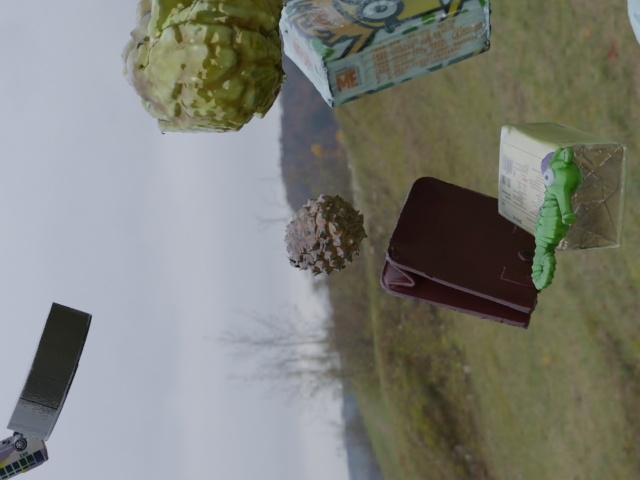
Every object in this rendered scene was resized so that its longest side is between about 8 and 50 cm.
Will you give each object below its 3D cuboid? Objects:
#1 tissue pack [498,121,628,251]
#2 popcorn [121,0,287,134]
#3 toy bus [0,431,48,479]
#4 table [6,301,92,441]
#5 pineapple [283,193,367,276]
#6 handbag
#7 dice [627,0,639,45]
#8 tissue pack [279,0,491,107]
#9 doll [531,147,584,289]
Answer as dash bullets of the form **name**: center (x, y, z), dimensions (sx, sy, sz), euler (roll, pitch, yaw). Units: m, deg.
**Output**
- **tissue pack**: center (0.367, -0.089, 1.604), dimensions (0.234, 0.125, 0.159), euler (-131, 39, -72)
- **popcorn**: center (-0.172, -0.290, 1.605), dimensions (0.282, 0.247, 0.282), euler (-177, 90, -69)
- **toy bus**: center (-0.447, 0.314, 1.518), dimensions (0.052, 0.102, 0.058), euler (28, 140, 68)
- **table**: center (-0.270, 0.130, 1.040), dimensions (0.133, 0.043, 0.133), euler (-160, 90, -77)
- **pineapple**: center (0.000, 0.000, 2.184), dimensions (0.193, 0.166, 0.166), euler (-42, 34, 33)
- **handbag**: center (0.261, 0.017, 1.828), dimensions (0.260, 0.276, 0.084), euler (-64, -12, -46)
- **dice**: center (0.636, -0.372, 1.528), dimensions (0.262, 0.265, 0.268), euler (-26, 41, 58)
- **tissue pack**: center (0.107, -0.368, 1.801), dimensions (0.228, 0.311, 0.128), euler (-125, 18, -48)
- **doll**: center (0.296, -0.029, 1.319), dimensions (0.115, 0.050, 0.190), euler (-79, -4, -66)
